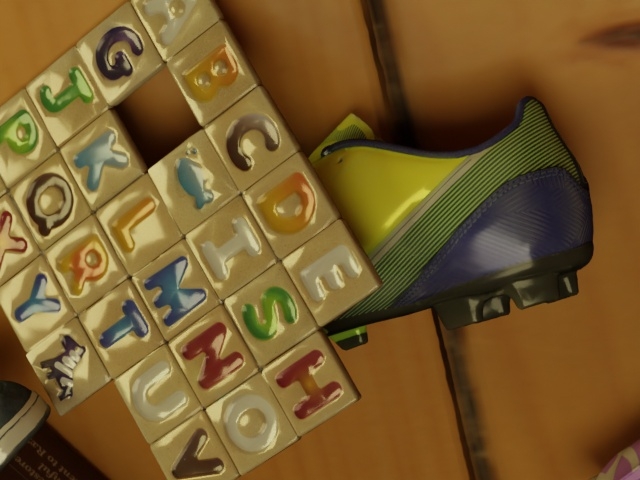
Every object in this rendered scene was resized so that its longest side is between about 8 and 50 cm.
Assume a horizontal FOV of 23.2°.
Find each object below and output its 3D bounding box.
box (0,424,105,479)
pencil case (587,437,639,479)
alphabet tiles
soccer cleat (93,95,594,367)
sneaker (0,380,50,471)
[{"bbox_3d":[-0.270,0.284,0.980,0.381,0.143,0.191,-35,110,25],"label":"box"},{"bbox_3d":[0.231,0.109,0.843,0.088,0.086,0.206,15,126,-42],"label":"pencil case"},{"bbox_3d":[-0.083,0.008,0.800,0.198,0.009,0.237,-35,78,23],"label":"alphabet tiles"},{"bbox_3d":[0.001,0.000,0.827,0.289,0.093,0.121,-13,86,20],"label":"soccer cleat"},{"bbox_3d":[-0.262,0.075,0.857,0.226,0.086,0.163,-16,117,43],"label":"sneaker"}]
